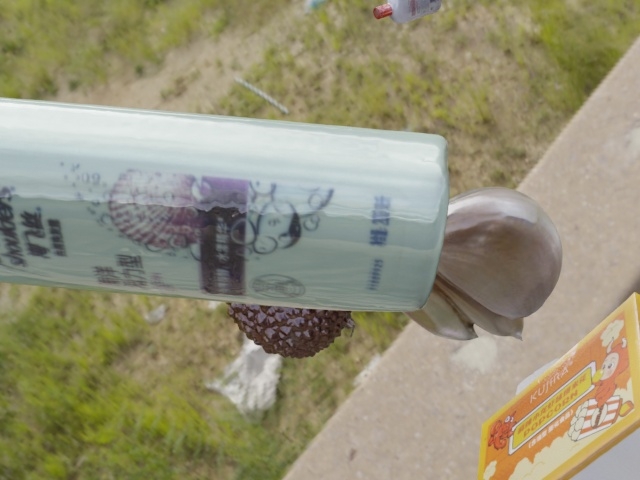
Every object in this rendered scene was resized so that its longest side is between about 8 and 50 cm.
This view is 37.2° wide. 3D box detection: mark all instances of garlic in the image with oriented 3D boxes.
[{"bbox_3d":[0.232,0.030,1.462,0.279,0.325,0.132,-38,39,35],"label":"garlic"}]

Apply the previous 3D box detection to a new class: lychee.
[{"bbox_3d":[-0.047,0.090,1.781,0.264,0.300,0.264,-36,34,29],"label":"lychee"}]

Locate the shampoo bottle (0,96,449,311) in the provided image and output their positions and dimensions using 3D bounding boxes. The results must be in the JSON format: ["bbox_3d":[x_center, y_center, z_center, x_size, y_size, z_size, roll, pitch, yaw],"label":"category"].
[{"bbox_3d":[-0.112,-0.017,0.560,0.359,0.134,0.078,4,48,0],"label":"shampoo bottle"}]

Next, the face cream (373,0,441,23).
[{"bbox_3d":[0.094,-0.255,1.023,0.083,0.040,0.021,-24,33,-26],"label":"face cream"}]

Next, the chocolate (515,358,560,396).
[{"bbox_3d":[0.488,0.366,1.827,0.206,0.177,0.224,-6,33,28],"label":"chocolate"}]

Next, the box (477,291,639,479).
[{"bbox_3d":[0.361,0.261,1.073,0.283,0.259,0.214,-50,10,33],"label":"box"}]
